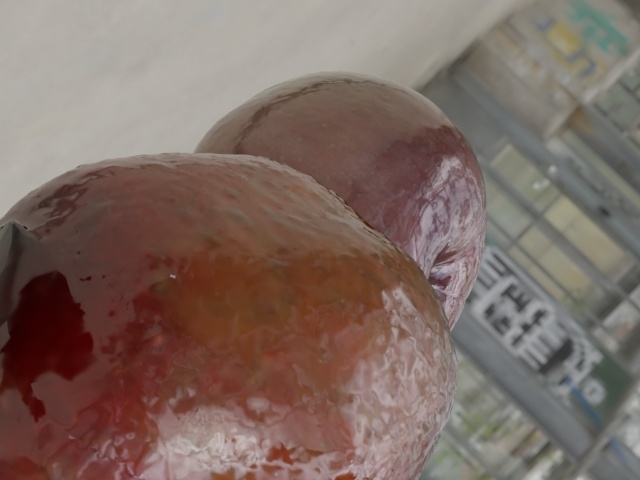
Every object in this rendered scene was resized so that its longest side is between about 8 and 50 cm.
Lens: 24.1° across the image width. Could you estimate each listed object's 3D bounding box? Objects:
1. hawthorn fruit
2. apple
[{"bbox_3d":[-0.106,0.074,0.840,0.369,0.285,0.285,15,128,-38],"label":"hawthorn fruit"},{"bbox_3d":[0.000,0.000,1.228,0.306,0.235,0.306,-54,158,-33],"label":"apple"}]
